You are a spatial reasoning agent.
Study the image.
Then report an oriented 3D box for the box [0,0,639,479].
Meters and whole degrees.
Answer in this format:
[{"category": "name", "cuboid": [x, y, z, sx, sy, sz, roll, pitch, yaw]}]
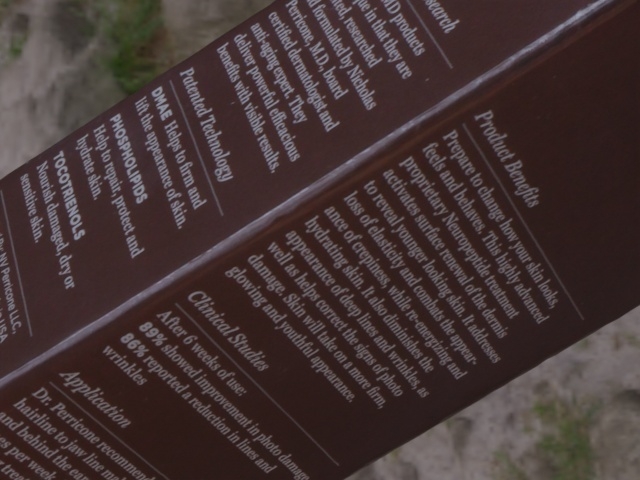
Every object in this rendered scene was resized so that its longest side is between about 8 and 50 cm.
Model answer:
[{"category": "box", "cuboid": [0.000, 0.000, 0.660, 0.381, 0.191, 0.143, -30, 45, 8]}]
